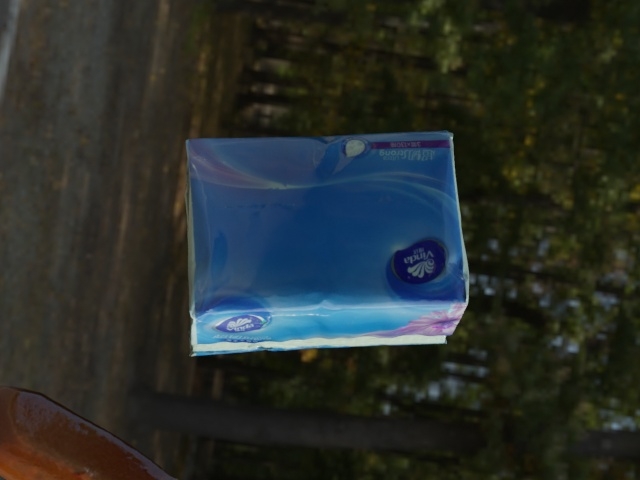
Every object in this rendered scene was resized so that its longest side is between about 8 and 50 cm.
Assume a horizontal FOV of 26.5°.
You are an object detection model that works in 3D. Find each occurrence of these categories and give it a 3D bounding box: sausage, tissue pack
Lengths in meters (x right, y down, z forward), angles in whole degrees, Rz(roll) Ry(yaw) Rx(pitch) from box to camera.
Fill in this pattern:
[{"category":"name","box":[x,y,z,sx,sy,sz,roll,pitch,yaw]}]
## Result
[{"category":"sausage","box":[-0.224,0.266,1.463,0.094,0.348,0.097,-58,176,-36]},{"category":"tissue pack","box":[0.000,0.000,1.343,0.146,0.264,0.198,104,-17,-68]}]
